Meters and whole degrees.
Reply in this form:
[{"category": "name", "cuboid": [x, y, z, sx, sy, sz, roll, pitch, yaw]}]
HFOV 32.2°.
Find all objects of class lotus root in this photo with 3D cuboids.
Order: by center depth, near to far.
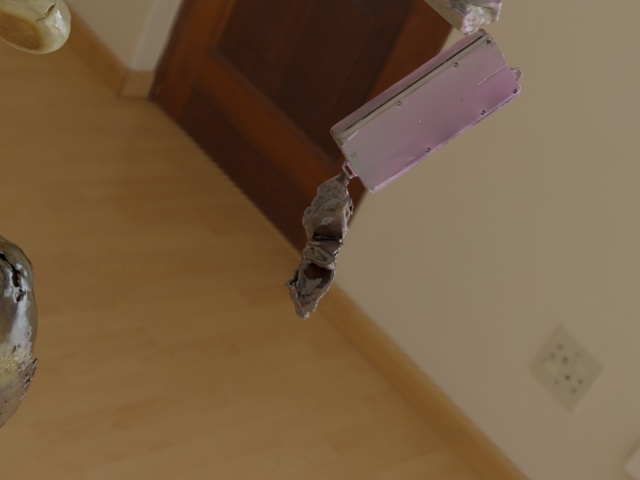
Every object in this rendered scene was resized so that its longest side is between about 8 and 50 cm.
[{"category": "lotus root", "cuboid": [-0.388, 0.101, 1.136, 0.179, 0.397, 0.196, -9, 71, -28]}]

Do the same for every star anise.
[{"category": "star anise", "cuboid": [0.002, -0.002, 1.522, 0.063, 0.172, 0.208, 18, 73, -5]}]

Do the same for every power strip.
[{"category": "power strip", "cuboid": [0.145, -0.178, 1.530, 0.109, 0.279, 0.037, 55, 2, -28]}]

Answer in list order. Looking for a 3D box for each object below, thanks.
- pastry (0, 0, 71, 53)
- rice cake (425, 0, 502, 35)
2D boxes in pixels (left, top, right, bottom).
[{"category": "pastry", "cuboid": [-0.456, -0.357, 1.706, 0.156, 0.092, 0.156, 20, -16, 6]}, {"category": "rice cake", "cuboid": [0.071, -0.304, 1.096, 0.270, 0.049, 0.055, 44, 3, 3]}]
